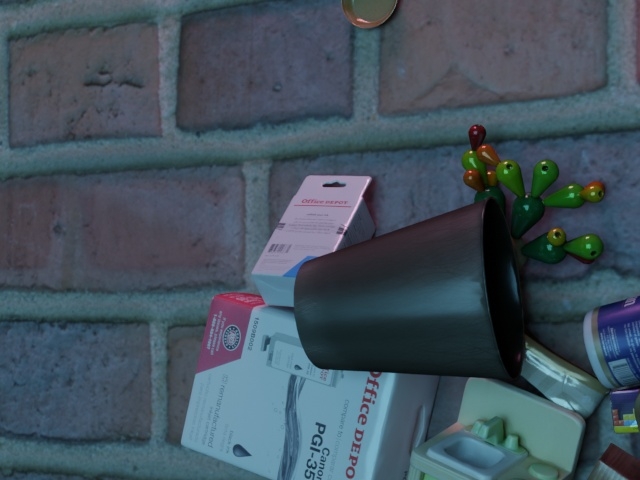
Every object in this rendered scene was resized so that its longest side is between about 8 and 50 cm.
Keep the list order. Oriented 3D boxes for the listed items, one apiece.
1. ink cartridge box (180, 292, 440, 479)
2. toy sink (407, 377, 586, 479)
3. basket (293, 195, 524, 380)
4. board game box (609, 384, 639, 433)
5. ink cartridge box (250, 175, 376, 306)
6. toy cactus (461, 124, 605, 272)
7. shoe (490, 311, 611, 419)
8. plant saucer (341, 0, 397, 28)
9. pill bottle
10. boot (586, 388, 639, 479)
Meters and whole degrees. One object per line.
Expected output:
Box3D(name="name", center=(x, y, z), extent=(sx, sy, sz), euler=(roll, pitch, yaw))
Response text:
Box3D(name="ink cartridge box", center=(-0.013, 0.198, 1.637), extent=(0.283, 0.117, 0.207), euler=(14, 93, 30))
Box3D(name="toy sink", center=(0.185, 0.294, 1.478), extent=(0.153, 0.131, 0.234), euler=(22, 111, 29))
Box3D(name="basket", center=(0.097, 0.067, 1.466), extent=(0.227, 0.154, 0.204), euler=(-9, 78, 21))
Box3D(name="board game box", center=(0.409, 0.171, 1.378), extent=(0.170, 0.141, 0.048), euler=(-8, 83, 29))
Box3D(name="ink cartridge box", center=(0.000, 0.000, 1.645), extent=(0.104, 0.060, 0.180), euler=(3, 47, 31))
Box3D(name="toy cactus", center=(0.236, -0.022, 1.532), extent=(0.219, 0.112, 0.180), euler=(35, 123, 25))
Box3D(name="shoe", center=(0.232, 0.134, 1.522), extent=(0.219, 0.076, 0.058), euler=(34, 99, 25))
Box3D(name="plant saucer", center=(0.066, -0.313, 1.683), extent=(0.083, 0.015, 0.083), euler=(-2, 86, 31))
Box3D(name="pill bottle", center=(0.382, 0.100, 1.426), extent=(0.169, 0.094, 0.094), euler=(-18, 78, 28))
Box3D(name="boot", center=(0.395, 0.214, 1.249), extent=(0.220, 0.109, 0.283), euler=(31, 113, 16))
